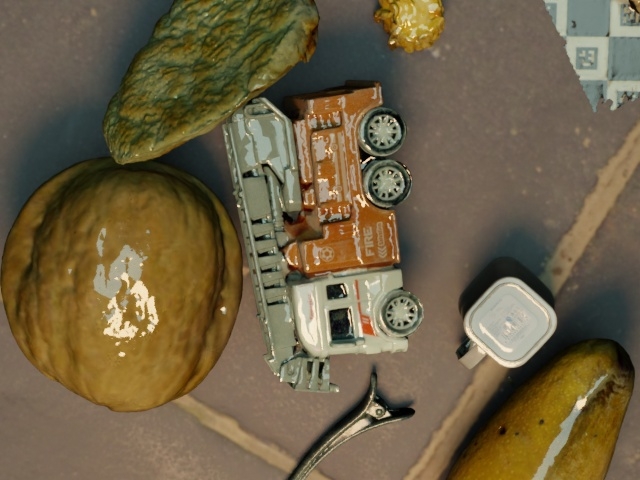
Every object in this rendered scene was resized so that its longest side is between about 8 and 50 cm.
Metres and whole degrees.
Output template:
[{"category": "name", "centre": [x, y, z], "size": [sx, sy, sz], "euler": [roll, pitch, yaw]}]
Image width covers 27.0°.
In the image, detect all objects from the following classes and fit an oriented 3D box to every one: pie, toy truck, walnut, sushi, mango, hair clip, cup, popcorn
[{"category": "pie", "centre": [-0.118, -0.187, 1.401], "size": [0.274, 0.257, 0.105], "euler": [-40, 123, 4]}, {"category": "toy truck", "centre": [0.000, 0.000, 1.469], "size": [0.184, 0.133, 0.338], "euler": [-9, 99, -14]}, {"category": "walnut", "centre": [-0.214, 0.045, 1.443], "size": [0.283, 0.227, 0.283], "euler": [-1, 94, -9]}, {"category": "sushi", "centre": [0.389, -0.312, 1.489], "size": [0.290, 0.050, 0.264], "euler": [-25, 98, 3]}, {"category": "mango", "centre": [0.244, 0.249, 1.507], "size": [0.176, 0.176, 0.329], "euler": [19, 98, -19]}, {"category": "hair clip", "centre": [0.007, 0.257, 1.581], "size": [0.070, 0.039, 0.229], "euler": [44, 100, -6]}, {"category": "cup", "centre": [0.201, 0.093, 1.511], "size": [0.095, 0.129, 0.128], "euler": [43, 99, 0]}, {"category": "popcorn", "centre": [0.100, -0.250, 1.492], "size": [0.082, 0.057, 0.083], "euler": [31, 94, -12]}]

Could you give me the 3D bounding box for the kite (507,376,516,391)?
[{"category": "kite", "centre": [0.249, 0.197, 1.587], "size": [0.044, 0.002, 0.078], "euler": [-8, 99, 0]}]
